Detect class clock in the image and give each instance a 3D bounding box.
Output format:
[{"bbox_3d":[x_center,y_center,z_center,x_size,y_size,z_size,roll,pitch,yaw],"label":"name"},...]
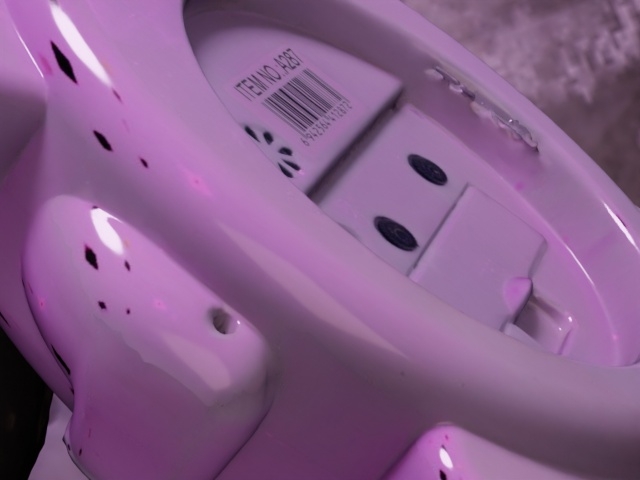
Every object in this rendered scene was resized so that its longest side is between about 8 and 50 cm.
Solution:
[{"bbox_3d":[0.000,0.000,0.484,0.248,0.227,0.090,39,116,1],"label":"clock"}]

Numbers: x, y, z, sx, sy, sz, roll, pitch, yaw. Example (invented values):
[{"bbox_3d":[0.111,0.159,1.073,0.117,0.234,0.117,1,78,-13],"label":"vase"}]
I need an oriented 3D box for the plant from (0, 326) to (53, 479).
[{"bbox_3d":[-0.145,0.103,0.476,0.164,0.142,0.256,9,84,-9],"label":"plant"}]
